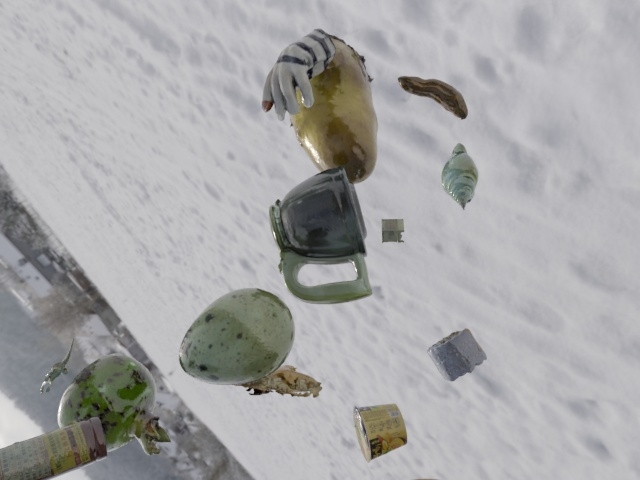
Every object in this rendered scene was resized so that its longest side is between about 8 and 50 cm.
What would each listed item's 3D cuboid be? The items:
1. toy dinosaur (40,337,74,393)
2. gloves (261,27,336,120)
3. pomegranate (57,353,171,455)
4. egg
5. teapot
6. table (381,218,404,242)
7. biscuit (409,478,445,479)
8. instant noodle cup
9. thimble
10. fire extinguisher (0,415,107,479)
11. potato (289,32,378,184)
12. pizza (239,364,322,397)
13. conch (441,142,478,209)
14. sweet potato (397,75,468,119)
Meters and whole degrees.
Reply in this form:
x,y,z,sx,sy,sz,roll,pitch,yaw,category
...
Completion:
x,y,z,sx,sy,sz,roll,pitch,yaw,category
-0.638,0.318,1.148,0.037,0.180,0.058,39,-169,-35,toy dinosaur
-0.065,-0.401,1.145,0.131,0.218,0.140,53,179,-40,gloves
-0.438,0.367,1.035,0.263,0.211,0.211,23,145,13,pomegranate
-0.158,0.188,0.909,0.177,0.228,0.177,53,157,34,egg
0.000,-0.007,1.212,0.239,0.239,0.322,-61,-45,-82,teapot
0.269,-0.035,1.764,0.083,0.079,0.062,-1,130,7,table
0.157,0.589,0.797,0.349,0.455,0.078,8,116,37,biscuit
0.166,0.527,1.323,0.151,0.122,0.152,170,90,-82,instant noodle cup
0.420,0.352,1.463,0.118,0.151,0.127,59,170,12,thimble
-0.484,0.375,0.764,0.075,0.252,0.106,44,133,39,fire extinguisher
0.065,-0.364,1.410,0.397,0.289,0.296,91,163,-44,potato
-0.145,0.289,1.037,0.296,0.071,0.189,11,169,23,pizza
0.270,-0.114,0.888,0.088,0.180,0.065,37,135,-22,conch
0.261,-0.339,1.080,0.182,0.053,0.054,23,134,-6,sweet potato
